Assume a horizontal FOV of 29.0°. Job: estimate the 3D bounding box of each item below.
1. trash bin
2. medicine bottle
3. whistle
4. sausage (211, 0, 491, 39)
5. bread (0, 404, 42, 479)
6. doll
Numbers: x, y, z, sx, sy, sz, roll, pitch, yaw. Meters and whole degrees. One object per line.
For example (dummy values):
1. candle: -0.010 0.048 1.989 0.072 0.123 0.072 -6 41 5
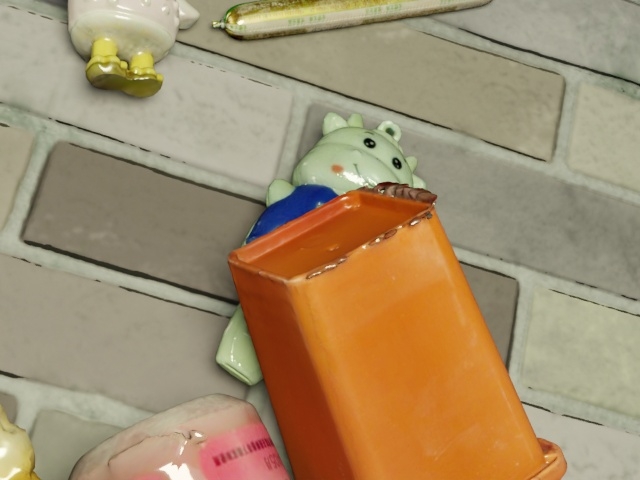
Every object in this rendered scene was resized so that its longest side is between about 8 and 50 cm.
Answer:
1. trash bin: 0.049 0.097 0.811 0.161 0.184 0.239 -28 112 -22
2. medicine bottle: -0.059 0.232 0.797 0.147 0.147 0.247 -22 77 -21
3. whistle: 0.000 0.000 0.926 0.110 0.092 0.244 38 64 -10
4. sausage: 0.038 -0.198 1.042 0.269 0.033 0.033 -11 73 -18
5. bread: -0.300 0.266 0.651 0.390 0.279 0.371 -32 79 -21
6. doll: -0.153 -0.207 0.971 0.129 0.081 0.207 11 64 -31
